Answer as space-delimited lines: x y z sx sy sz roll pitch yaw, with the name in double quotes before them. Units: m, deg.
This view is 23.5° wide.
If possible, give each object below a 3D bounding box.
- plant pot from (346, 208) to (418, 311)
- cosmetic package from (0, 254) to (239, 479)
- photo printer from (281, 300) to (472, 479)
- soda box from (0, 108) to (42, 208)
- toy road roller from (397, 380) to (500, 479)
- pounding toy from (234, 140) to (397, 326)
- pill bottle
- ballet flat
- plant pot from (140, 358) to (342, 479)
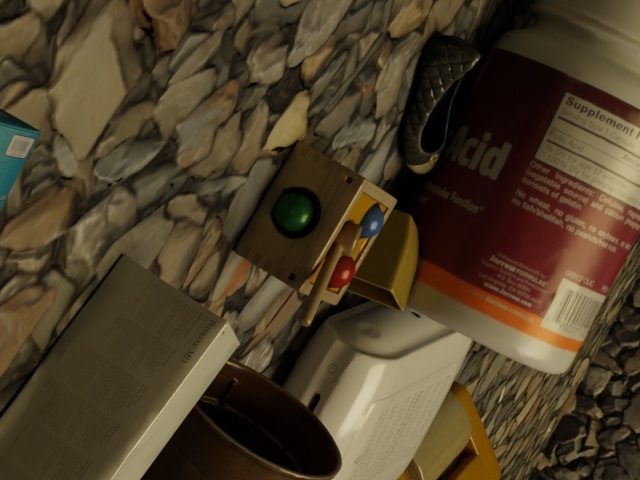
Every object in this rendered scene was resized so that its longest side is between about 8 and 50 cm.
"plant pot" 0.056 0.010 1.511 0.083 0.081 0.081 -65 163 -12
"cosmetic package" -0.168 0.137 1.101 0.239 0.099 0.060 -53 160 -13
"photo printer" 0.037 0.187 1.681 0.307 0.107 0.256 -16 135 -63
"soda box" -0.222 -0.051 0.716 0.067 0.071 0.210 -62 161 6
"toy road roller" 0.103 0.357 2.053 0.202 0.241 0.329 -39 116 -44
"pounding toy" 0.000 0.000 1.311 0.130 0.100 0.141 -60 161 1
"pill bottle" 0.241 -0.081 1.597 0.392 0.224 0.224 -64 161 4
"ballet flat" 0.114 -0.124 1.488 0.057 0.049 0.173 -43 156 -36
"plant pot" -0.095 0.212 1.328 0.165 0.167 0.167 -56 163 14
